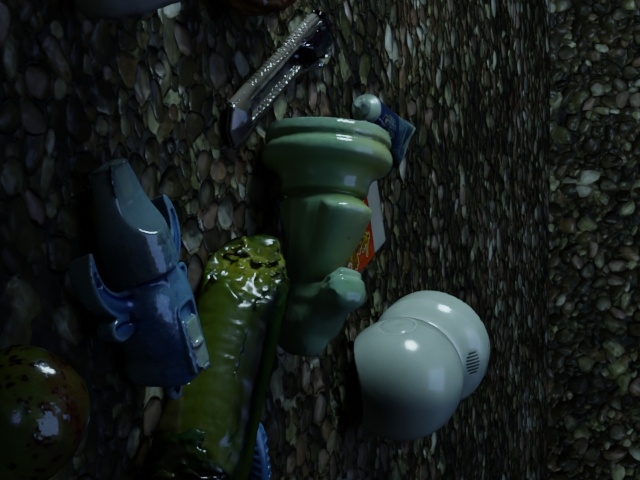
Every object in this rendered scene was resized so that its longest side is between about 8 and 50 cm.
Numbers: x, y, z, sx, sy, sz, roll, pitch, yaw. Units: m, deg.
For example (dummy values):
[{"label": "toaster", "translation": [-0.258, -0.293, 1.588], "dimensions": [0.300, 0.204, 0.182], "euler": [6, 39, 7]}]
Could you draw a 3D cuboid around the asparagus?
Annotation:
[{"label": "asparagus", "translation": [-0.106, 0.124, 1.476], "dimensions": [0.128, 0.108, 0.382], "euler": [55, 38, -46]}]

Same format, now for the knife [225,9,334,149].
[{"label": "knife", "translation": [-0.045, -0.220, 1.716], "dimensions": [0.365, 0.043, 0.089], "euler": [-55, 138, -54]}]

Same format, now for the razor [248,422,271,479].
[{"label": "razor", "translation": [-0.071, 0.349, 1.632], "dimensions": [0.082, 0.042, 0.253], "euler": [-153, -127, -67]}]

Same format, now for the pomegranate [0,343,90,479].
[{"label": "pomegranate", "translation": [-0.257, 0.145, 1.088], "dimensions": [0.130, 0.130, 0.130], "euler": [-1, 90, -68]}]

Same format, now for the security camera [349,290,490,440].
[{"label": "security camera", "translation": [0.140, 0.202, 1.966], "dimensions": [0.236, 0.195, 0.194], "euler": [-44, 129, -56]}]

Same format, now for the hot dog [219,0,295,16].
[{"label": "hot dog", "translation": [-0.048, -0.373, 1.586], "dimensions": [0.175, 0.114, 0.259], "euler": [-59, -176, 42]}]

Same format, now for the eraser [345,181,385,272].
[{"label": "eraser", "translation": [0.035, -0.027, 1.909], "dimensions": [0.230, 0.038, 0.157], "euler": [-45, 130, -59]}]

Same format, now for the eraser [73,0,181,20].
[{"label": "eraser", "translation": [-0.138, -0.350, 1.273], "dimensions": [0.331, 0.331, 0.150], "euler": [-69, 148, -42]}]

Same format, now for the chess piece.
[{"label": "chess piece", "translation": [0.000, 0.000, 1.650], "dimensions": [0.176, 0.176, 0.298], "euler": [25, 68, -65]}]

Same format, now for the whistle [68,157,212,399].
[{"label": "whistle", "translation": [-0.183, 0.045, 1.327], "dimensions": [0.180, 0.093, 0.269], "euler": [-46, 125, -59]}]

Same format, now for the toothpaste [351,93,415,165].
[{"label": "toothpaste", "translation": [0.102, -0.184, 2.072], "dimensions": [0.268, 0.047, 0.069], "euler": [29, 50, -69]}]
